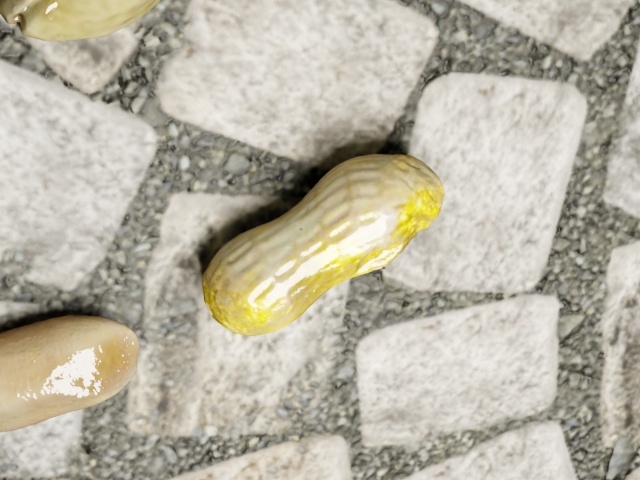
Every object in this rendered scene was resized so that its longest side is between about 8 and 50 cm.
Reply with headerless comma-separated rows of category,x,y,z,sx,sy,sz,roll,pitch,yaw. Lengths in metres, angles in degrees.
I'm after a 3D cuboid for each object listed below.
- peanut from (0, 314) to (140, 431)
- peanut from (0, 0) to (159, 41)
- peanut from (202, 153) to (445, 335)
peanut,-0.213,0.100,0.914,0.152,0.076,0.076,-15,118,-7
peanut,-0.106,-0.243,0.756,0.290,0.130,0.130,-44,119,13
peanut,0.000,0.000,0.924,0.207,0.087,0.087,-32,119,2
